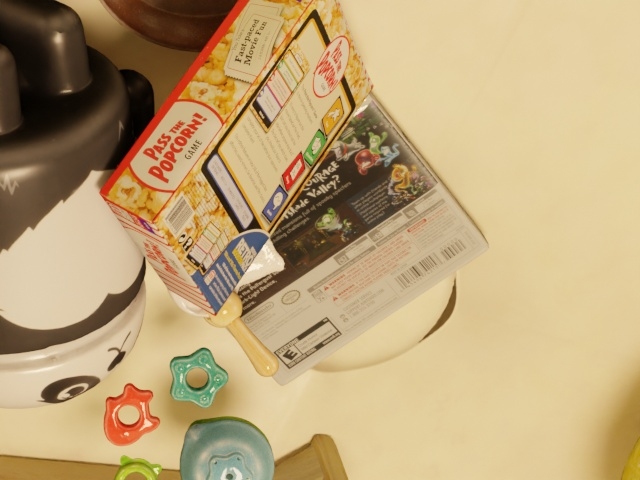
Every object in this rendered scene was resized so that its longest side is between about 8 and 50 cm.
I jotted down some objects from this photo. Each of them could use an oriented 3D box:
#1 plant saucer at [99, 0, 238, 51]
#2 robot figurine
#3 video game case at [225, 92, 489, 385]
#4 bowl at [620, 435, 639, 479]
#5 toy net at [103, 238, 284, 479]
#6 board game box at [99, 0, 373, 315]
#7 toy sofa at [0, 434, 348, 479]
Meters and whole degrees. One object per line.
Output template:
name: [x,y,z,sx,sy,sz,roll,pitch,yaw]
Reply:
plant saucer: [-0.070,-0.200,1.273,0.168,0.029,0.168,-7,126,-10]
robot figurine: [-0.197,-0.023,1.270,0.209,0.173,0.278,-8,125,-10]
video game case: [0.000,0.000,1.435,0.190,0.022,0.173,-34,126,10]
bowl: [0.351,0.182,1.571,0.289,0.156,0.289,-7,125,-10]
toy net: [-0.088,0.078,1.393,0.122,0.045,0.232,3,98,-5]
board game box: [-0.047,-0.066,1.270,0.193,0.045,0.147,-55,155,-15]
toy sofa: [-0.157,0.241,1.477,0.362,0.150,0.177,8,120,-20]
